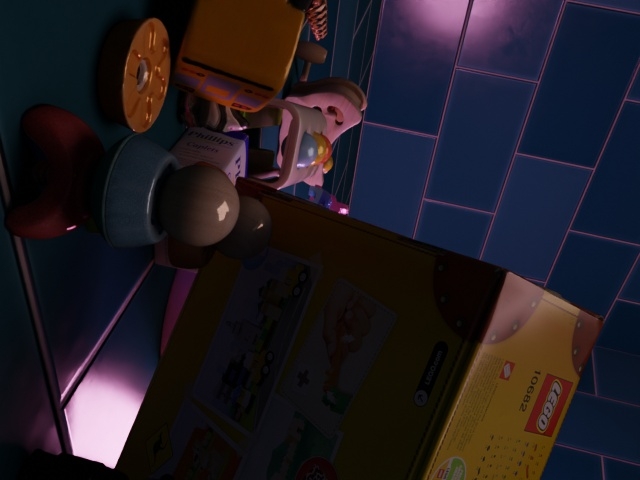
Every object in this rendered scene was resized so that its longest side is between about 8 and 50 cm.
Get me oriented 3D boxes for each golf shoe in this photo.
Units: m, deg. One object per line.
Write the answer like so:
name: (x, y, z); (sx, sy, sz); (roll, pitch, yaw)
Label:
golf shoe: (-0.099, -0.212, 0.815); (0.067, 0.086, 0.186); (55, 47, -80)

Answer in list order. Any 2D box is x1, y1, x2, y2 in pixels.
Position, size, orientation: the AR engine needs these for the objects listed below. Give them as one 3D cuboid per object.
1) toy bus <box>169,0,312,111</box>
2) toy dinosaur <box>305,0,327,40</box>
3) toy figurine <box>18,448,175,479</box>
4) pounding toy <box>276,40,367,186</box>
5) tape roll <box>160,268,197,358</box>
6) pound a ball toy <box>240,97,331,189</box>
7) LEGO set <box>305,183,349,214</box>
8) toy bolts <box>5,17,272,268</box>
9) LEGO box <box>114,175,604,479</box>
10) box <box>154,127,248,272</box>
toy bus: (-0.058, -0.312, 0.718); (0.130, 0.108, 0.332); (165, -61, -69)
toy dinosaur: (-0.006, -0.465, 1.069); (0.218, 0.164, 0.322); (-55, 180, -35)
toy figurine: (-0.211, 0.294, 0.561); (0.213, 0.148, 0.209); (-26, 129, -82)
pounding toy: (0.012, -0.255, 1.389); (0.154, 0.154, 0.269); (-68, 170, -53)
tape roll: (-0.142, 0.094, 1.036); (0.275, 0.090, 0.274); (12, 90, -84)
pound a ball toy: (-0.061, -0.116, 1.113); (0.319, 0.136, 0.208); (-40, 142, -79)
LEGO set: (0.000, 0.000, 1.153); (0.087, 0.093, 0.227); (102, 8, -63)
toy bolts: (-0.120, -0.069, 0.579); (0.228, 0.159, 0.218); (-50, 152, -77)
LEGO box: (-0.013, 0.226, 0.699); (0.193, 0.373, 0.499); (24, 89, -42)
box: (-0.140, -0.051, 0.832); (0.137, 0.072, 0.126); (-70, 171, -51)
